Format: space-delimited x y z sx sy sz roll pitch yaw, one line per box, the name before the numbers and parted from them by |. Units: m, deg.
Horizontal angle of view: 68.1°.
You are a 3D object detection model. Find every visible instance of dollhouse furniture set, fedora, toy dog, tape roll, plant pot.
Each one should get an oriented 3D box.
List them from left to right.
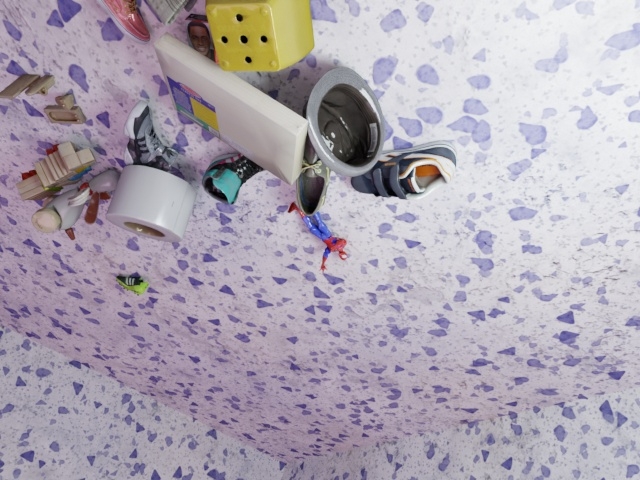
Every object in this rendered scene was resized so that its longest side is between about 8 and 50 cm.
dollhouse furniture set | -0.820 -0.392 1.404 0.143 0.123 0.151 5 137 11
toy dog | -0.825 -0.106 1.644 0.333 0.220 0.161 -14 124 25
tape roll | -0.540 -0.112 1.524 0.245 0.169 0.246 13 164 4
plant pot | -0.144 -0.488 1.059 0.212 0.187 0.212 5 137 12
fedora | 0.042 -0.295 1.223 0.275 0.244 0.124 42 161 -32

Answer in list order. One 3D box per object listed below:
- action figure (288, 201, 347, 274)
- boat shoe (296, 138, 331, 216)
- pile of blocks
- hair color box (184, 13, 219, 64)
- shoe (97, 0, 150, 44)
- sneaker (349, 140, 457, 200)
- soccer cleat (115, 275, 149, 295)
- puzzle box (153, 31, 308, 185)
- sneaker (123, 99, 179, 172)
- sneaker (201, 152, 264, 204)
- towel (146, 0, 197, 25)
action figure | 0.000 0.000 1.581 0.091 0.139 0.280 -21 129 35
boat shoe | -0.019 -0.207 1.383 0.109 0.091 0.305 9 132 5
pile of blocks | -0.885 -0.251 1.602 0.362 0.149 0.113 -22 95 25
hair color box | -0.294 -0.493 1.203 0.071 0.043 0.141 10 137 7
shoe | -0.475 -0.572 1.156 0.081 0.064 0.178 -19 123 38
sneaker | 0.219 -0.181 1.329 0.320 0.128 0.126 -14 132 30
soccer cleat | -0.823 0.185 2.072 0.178 0.072 0.060 18 144 30
puzzle box | -0.220 -0.320 1.203 0.408 0.052 0.272 34 162 5
sneaker | -0.505 -0.299 1.434 0.153 0.101 0.269 24 143 -10
sneaker | -0.239 -0.199 1.399 0.295 0.179 0.124 -16 129 30
towel | -0.321 -0.663 0.962 0.312 0.056 0.324 -30 98 36
